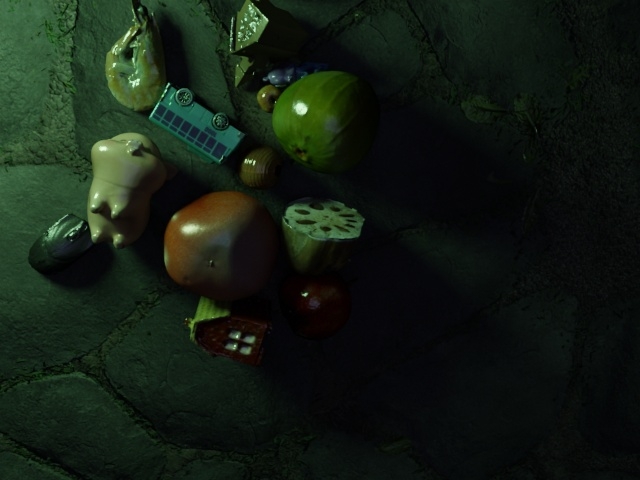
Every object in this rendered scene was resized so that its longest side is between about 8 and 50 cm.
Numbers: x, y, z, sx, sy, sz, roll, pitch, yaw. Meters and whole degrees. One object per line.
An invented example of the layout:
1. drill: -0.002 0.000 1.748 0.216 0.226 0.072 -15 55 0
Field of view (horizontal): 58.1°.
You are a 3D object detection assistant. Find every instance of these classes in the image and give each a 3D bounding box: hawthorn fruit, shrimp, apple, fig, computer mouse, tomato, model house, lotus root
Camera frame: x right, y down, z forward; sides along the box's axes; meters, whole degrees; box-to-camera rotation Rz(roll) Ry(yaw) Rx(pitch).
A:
1. hawthorn fruit: 0.012 0.185 1.798 0.265 0.210 0.230 -23 106 -14
2. shrimp: -0.521 -0.521 1.603 0.168 0.077 0.318 -4 107 -6
3. apple: -0.145 -0.416 1.695 0.083 0.071 0.084 -4 112 -11
4. fig: 0.034 -0.350 1.643 0.315 0.316 0.317 -2 103 -9
5. computer mouse: -0.762 0.020 1.686 0.217 0.073 0.122 -40 106 0
6. tomato: -0.283 0.028 1.668 0.341 0.273 0.342 -2 103 -10
7. model house: -0.194 -0.548 1.634 0.176 0.180 0.248 53 123 22
8. model house: -0.283 0.252 1.758 0.253 0.196 0.160 18 107 -12
9. lotus root: 0.000 0.000 1.736 0.271 0.272 0.192 4 113 -11

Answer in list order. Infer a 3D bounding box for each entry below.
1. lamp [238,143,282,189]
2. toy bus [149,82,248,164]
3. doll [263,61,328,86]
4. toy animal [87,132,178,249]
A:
1. lamp: -0.177 -0.216 1.702 0.136 0.136 0.137 -2 103 -9
2. toy bus: -0.347 -0.328 1.651 0.256 0.128 0.147 33 97 -13
3. doll: -0.069 -0.487 1.674 0.205 0.110 0.067 -16 124 -13
4. toy animal: -0.548 -0.143 1.619 0.236 0.269 0.326 17 132 -13
